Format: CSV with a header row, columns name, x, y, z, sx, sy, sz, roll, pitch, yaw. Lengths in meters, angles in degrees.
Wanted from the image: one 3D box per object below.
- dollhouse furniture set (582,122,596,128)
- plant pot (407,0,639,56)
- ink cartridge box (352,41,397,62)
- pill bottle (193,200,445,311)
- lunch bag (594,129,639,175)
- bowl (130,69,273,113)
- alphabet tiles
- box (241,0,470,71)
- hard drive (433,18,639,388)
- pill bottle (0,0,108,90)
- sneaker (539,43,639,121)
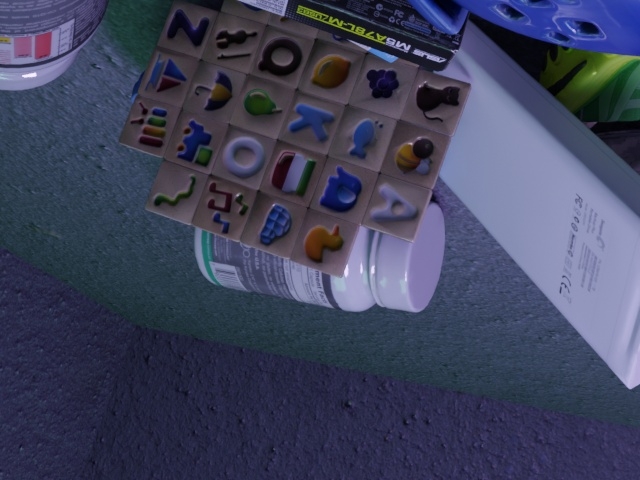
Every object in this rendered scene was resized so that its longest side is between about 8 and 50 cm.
name,x,y,z,sx,sy,sz,roll,pitch,yaw
dollhouse furniture set,0.270,-0.145,1.142,0.076,0.058,0.152,28,142,-9
plant pot,0.119,-0.264,0.591,0.212,0.236,0.236,9,162,43
ink cartridge box,0.039,-0.251,0.926,0.143,0.090,0.092,23,161,-18
pill bottle,0.000,0.000,1.541,0.361,0.204,0.204,9,161,24
lunch bag,0.389,0.001,1.173,0.256,0.212,0.305,16,165,21
bowl,-0.040,-0.148,1.228,0.391,0.077,0.391,17,174,2
alphabet tiles,-0.033,-0.130,1.014,0.342,0.285,0.011,19,176,15
box,0.039,-0.249,0.776,0.190,0.184,0.045,18,160,-5
hard drive,0.231,-0.043,1.000,0.353,0.047,0.233,53,163,35
pill bottle,-0.303,-0.287,0.941,0.210,0.210,0.363,21,162,-11
sneaker,0.318,-0.180,0.891,0.123,0.109,0.295,8,170,-20
